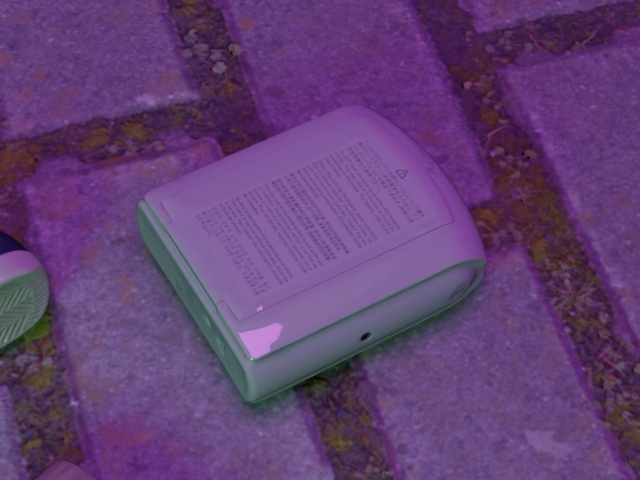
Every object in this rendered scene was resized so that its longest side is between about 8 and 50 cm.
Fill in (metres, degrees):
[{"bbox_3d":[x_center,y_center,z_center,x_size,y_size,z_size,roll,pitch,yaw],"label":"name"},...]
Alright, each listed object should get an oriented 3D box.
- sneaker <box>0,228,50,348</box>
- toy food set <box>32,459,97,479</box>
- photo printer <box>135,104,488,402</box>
[{"bbox_3d":[-0.447,0.088,1.586,0.350,0.131,0.148,-29,54,-27],"label":"sneaker"},{"bbox_3d":[-0.209,0.354,1.434,0.306,0.092,0.220,33,49,18],"label":"toy food set"},{"bbox_3d":[0.000,0.000,1.665,0.307,0.107,0.256,-26,60,-19],"label":"photo printer"}]
